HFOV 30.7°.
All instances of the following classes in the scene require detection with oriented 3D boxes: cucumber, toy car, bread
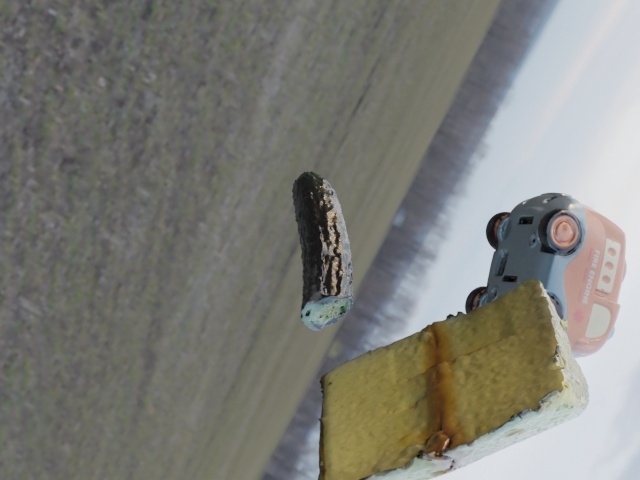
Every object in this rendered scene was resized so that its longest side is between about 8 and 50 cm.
[{"bbox_3d":[0.003,0.001,1.360,0.245,0.067,0.067,-93,-159,-46],"label":"cucumber"},{"bbox_3d":[0.369,0.070,1.800,0.180,0.212,0.270,1,-107,68],"label":"toy car"},{"bbox_3d":[0.103,0.128,1.000,0.240,0.135,0.178,-24,167,10],"label":"bread"}]
